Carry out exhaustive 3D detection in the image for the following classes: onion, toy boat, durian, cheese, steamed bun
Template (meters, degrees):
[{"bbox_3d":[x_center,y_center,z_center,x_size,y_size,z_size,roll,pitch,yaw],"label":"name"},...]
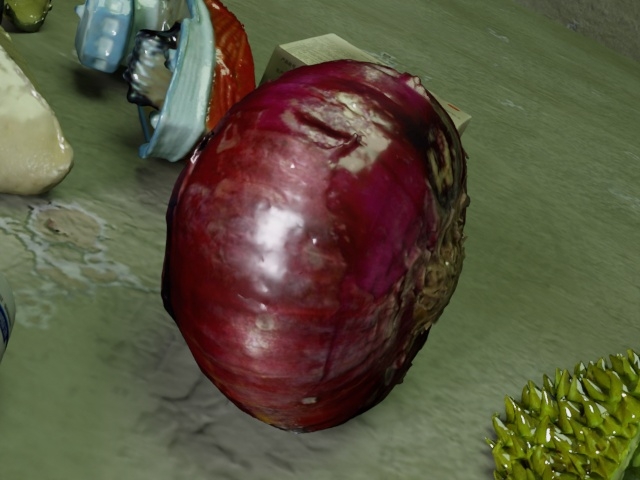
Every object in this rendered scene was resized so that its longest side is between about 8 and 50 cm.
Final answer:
[{"bbox_3d":[0.000,0.000,0.536,0.190,0.246,0.246,27,27,22],"label":"onion"},{"bbox_3d":[-0.156,-0.171,0.768,0.133,0.145,0.332,10,27,-27],"label":"toy boat"},{"bbox_3d":[0.268,0.169,0.646,0.355,0.157,0.169,4,72,-32],"label":"durian"},{"bbox_3d":[-0.322,-0.259,0.886,0.060,0.041,0.084,32,44,25],"label":"cheese"},{"bbox_3d":[-0.309,-0.142,0.638,0.231,0.110,0.212,14,29,-26],"label":"steamed bun"}]

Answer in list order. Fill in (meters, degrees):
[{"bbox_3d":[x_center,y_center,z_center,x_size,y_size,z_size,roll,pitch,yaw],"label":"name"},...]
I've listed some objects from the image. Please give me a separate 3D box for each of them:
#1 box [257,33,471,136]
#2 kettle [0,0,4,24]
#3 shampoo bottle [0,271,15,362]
[{"bbox_3d":[0.050,-0.149,0.957,0.212,0.095,0.168,34,31,12],"label":"box"},{"bbox_3d":[-0.434,-0.335,0.715,0.308,0.203,0.262,12,22,-47],"label":"kettle"},{"bbox_3d":[-0.201,0.115,0.324,0.092,0.092,0.303,18,29,-16],"label":"shampoo bottle"}]
